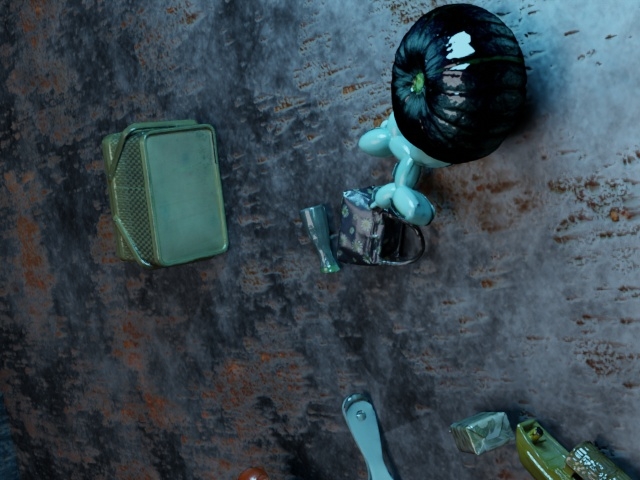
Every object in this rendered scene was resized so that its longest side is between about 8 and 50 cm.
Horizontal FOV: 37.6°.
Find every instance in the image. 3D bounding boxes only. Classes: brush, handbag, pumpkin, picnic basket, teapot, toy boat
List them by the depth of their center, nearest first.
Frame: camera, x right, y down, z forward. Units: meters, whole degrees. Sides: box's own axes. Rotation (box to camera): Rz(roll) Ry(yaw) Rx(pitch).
[{"bbox_3d":[0.171,-0.193,1.161,0.202,0.140,0.202,17,109,62],"label":"pumpkin"},{"bbox_3d":[0.336,0.302,1.175,0.226,0.068,0.088,44,126,37],"label":"toy boat"},{"bbox_3d":[0.093,-0.010,1.360,0.139,0.072,0.115,20,111,40],"label":"handbag"},{"bbox_3d":[0.000,0.000,1.496,0.043,0.043,0.111,-15,91,50],"label":"teapot"},{"bbox_3d":[0.093,0.389,1.497,0.060,0.068,0.297,134,120,-70],"label":"brush"},{"bbox_3d":[-0.281,-0.086,1.703,0.139,0.165,0.267,5,105,47],"label":"picnic basket"}]

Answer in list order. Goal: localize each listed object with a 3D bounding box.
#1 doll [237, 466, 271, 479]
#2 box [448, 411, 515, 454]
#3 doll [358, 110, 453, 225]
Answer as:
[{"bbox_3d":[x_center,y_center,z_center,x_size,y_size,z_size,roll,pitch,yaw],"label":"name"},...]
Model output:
[{"bbox_3d":[-0.043,0.518,1.629,0.290,0.130,0.161,56,145,1],"label":"doll"},{"bbox_3d":[0.218,0.261,1.274,0.098,0.062,0.045,124,126,-76],"label":"box"},{"bbox_3d":[0.114,-0.112,1.302,0.158,0.059,0.159,21,96,45],"label":"doll"}]
